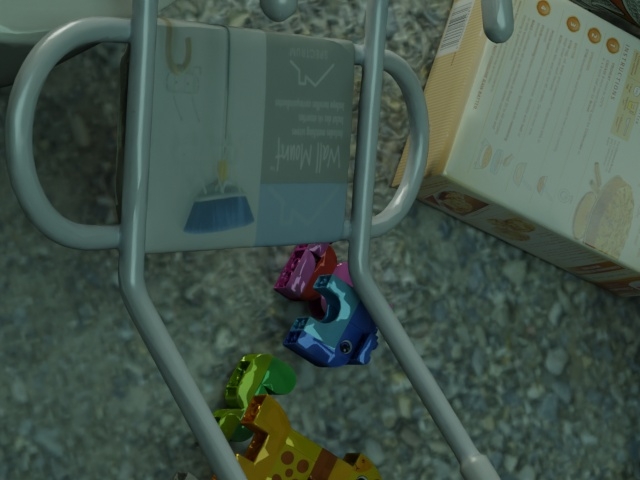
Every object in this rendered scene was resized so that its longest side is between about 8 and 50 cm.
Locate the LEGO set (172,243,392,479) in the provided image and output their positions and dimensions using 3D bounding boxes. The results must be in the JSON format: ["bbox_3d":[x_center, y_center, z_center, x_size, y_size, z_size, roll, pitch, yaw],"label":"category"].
[{"bbox_3d":[-0.005,0.108,1.095,0.093,0.087,0.227,34,73,-19],"label":"LEGO set"}]

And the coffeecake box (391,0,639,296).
[{"bbox_3d":[0.157,-0.065,1.197,0.185,0.068,0.142,25,75,-22],"label":"coffeecake box"}]

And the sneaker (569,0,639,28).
[{"bbox_3d":[0.203,-0.183,1.229,0.225,0.093,0.088,42,49,-32],"label":"sneaker"}]

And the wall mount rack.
[{"bbox_3d":[0.000,0.000,0.964,0.350,0.130,0.304,-3,97,-54],"label":"wall mount rack"}]

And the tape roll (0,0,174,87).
[{"bbox_3d":[-0.178,-0.208,0.991,0.246,0.169,0.246,2,84,-25],"label":"tape roll"}]
